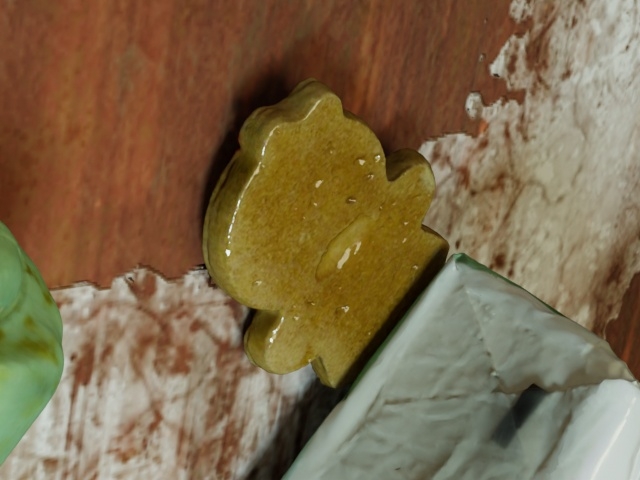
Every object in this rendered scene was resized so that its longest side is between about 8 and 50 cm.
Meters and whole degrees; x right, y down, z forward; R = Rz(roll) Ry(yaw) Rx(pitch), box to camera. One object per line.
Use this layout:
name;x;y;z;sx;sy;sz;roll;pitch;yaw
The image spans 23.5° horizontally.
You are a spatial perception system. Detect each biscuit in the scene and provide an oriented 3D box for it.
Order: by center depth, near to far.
biscuit;0.000;0.000;0.926;0.166;0.036;0.225;-52;141;-5

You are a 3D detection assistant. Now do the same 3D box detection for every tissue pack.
tissue pack;0.129;0.214;1.039;0.266;0.194;0.356;-52;142;-8

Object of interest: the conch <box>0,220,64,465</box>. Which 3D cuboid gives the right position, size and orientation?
conch;-0.219;0.081;0.691;0.250;0.137;0.143;-49;168;9
